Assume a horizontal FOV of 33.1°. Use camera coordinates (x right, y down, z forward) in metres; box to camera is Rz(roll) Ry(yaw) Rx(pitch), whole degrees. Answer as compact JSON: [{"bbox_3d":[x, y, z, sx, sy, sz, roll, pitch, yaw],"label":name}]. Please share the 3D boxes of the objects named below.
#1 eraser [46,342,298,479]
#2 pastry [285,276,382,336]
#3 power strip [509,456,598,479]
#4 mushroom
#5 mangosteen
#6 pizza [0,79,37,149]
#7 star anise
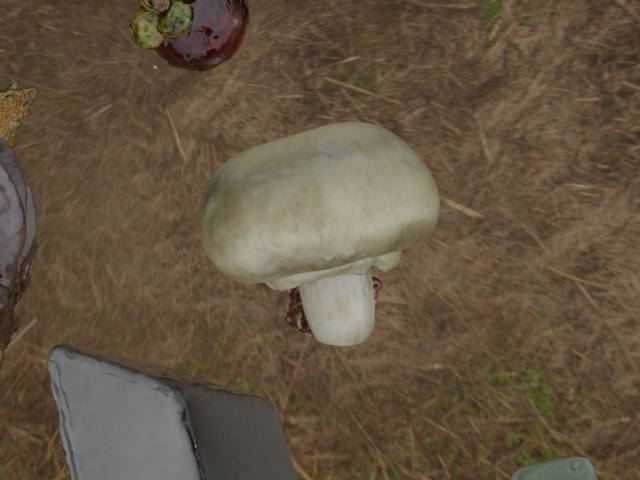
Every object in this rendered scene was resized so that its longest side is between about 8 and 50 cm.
[{"bbox_3d":[-0.041,0.205,0.530,0.077,0.111,0.352,-25,69,16],"label":"eraser"},{"bbox_3d":[0.013,0.087,1.566,0.115,0.208,0.097,-1,90,-17],"label":"pastry"},{"bbox_3d":[0.203,0.333,0.965,0.091,0.385,0.062,-18,114,26],"label":"power strip"},{"bbox_3d":[0.000,0.000,1.154,0.254,0.260,0.234,-13,90,-29],"label":"mushroom"},{"bbox_3d":[-0.189,-0.325,1.522,0.166,0.180,0.166,-2,87,30],"label":"mangosteen"},{"bbox_3d":[-0.496,-0.172,1.602,0.199,0.062,0.188,-29,93,10],"label":"pizza"},{"bbox_3d":[-0.335,0.046,0.990,0.108,0.315,0.315,17,96,2],"label":"star anise"}]
